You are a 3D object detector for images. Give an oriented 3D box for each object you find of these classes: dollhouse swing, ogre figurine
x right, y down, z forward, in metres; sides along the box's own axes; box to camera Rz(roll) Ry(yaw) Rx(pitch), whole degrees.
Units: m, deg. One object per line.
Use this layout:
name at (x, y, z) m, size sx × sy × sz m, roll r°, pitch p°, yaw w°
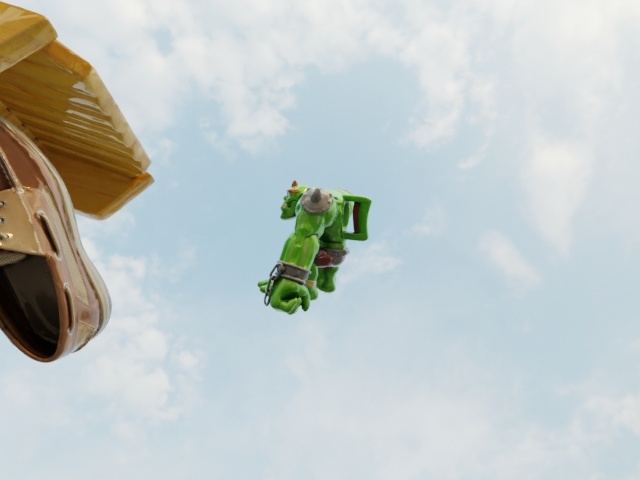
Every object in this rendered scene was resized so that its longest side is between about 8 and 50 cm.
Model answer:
dollhouse swing at (-0.480, -0.096, 0.578) m, size 0.315 × 0.347 × 0.305 m, roll 19°, pitch -113°, yaw 7°
ogre figurine at (0.000, 0.000, 0.453) m, size 0.097 × 0.197 × 0.118 m, roll 22°, pitch -78°, yaw 31°

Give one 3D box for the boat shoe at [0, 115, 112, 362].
boat shoe at (-0.354, -0.005, 0.483) m, size 0.123 × 0.116 × 0.324 m, roll -24°, pitch -73°, yaw 1°
